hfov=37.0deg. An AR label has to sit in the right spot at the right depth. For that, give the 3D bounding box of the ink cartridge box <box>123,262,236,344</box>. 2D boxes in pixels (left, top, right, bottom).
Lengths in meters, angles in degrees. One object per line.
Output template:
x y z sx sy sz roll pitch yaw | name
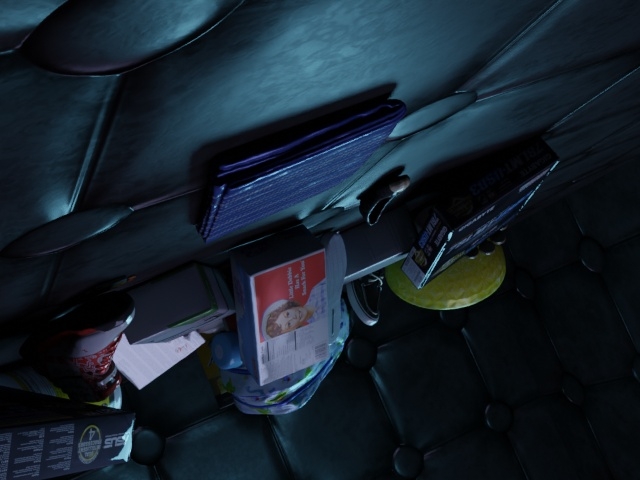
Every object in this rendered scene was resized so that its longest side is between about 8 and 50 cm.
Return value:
-0.252 0.115 1.707 0.160 0.093 0.219 -23 172 5 | ink cartridge box

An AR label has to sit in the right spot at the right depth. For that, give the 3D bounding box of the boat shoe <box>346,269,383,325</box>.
0.103 0.084 2.176 0.077 0.219 0.070 18 140 -43 | boat shoe

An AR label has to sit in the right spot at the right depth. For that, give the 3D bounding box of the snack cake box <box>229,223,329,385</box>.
-0.071 0.119 1.728 0.152 0.089 0.264 -19 129 -22 | snack cake box

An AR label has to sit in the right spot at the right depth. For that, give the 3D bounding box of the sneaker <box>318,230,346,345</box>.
-0.008 0.098 1.986 0.091 0.258 0.094 17 -154 27 | sneaker

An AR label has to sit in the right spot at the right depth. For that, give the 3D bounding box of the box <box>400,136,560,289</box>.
0.320 -0.052 1.963 0.295 0.073 0.293 -33 166 -22 | box

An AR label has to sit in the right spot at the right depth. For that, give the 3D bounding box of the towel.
-0.038 -0.084 1.205 0.243 0.040 0.336 -23 175 -14 | towel

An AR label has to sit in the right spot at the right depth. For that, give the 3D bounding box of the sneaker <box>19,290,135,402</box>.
-0.357 0.179 1.555 0.270 0.145 0.090 -23 -153 34 | sneaker

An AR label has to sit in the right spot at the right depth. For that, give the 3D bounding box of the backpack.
-0.095 0.240 2.188 0.290 0.274 0.355 1 -176 14 | backpack

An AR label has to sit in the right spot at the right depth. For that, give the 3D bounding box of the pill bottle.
-0.586 0.345 1.947 0.188 0.188 0.334 -29 171 36 | pill bottle

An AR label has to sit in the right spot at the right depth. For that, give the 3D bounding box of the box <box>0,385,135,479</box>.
-0.525 0.292 1.475 0.318 0.097 0.395 4 176 22 | box

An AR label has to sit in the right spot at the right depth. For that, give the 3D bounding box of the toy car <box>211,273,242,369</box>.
-0.092 0.113 1.864 0.219 0.210 0.238 -7 152 -38 | toy car

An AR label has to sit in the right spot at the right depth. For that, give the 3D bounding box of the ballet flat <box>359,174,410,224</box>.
0.116 -0.074 1.662 0.057 0.049 0.173 -21 172 -23 | ballet flat

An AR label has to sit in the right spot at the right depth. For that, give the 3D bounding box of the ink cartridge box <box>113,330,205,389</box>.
-0.354 0.210 2.000 0.179 0.145 0.045 -37 -145 -1 | ink cartridge box

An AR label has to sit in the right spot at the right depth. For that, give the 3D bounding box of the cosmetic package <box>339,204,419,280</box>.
0.099 0.019 2.088 0.237 0.107 0.127 -21 172 6 | cosmetic package

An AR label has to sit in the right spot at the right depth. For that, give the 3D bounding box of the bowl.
0.287 0.008 2.235 0.289 0.289 0.156 -21 130 -15 | bowl

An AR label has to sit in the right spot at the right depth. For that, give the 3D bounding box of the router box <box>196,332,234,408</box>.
-0.157 0.257 2.440 0.308 0.243 0.081 -24 173 2 | router box

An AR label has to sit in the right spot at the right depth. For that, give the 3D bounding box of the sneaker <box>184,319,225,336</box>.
-0.311 0.177 2.049 0.262 0.099 0.121 -27 161 -3 | sneaker

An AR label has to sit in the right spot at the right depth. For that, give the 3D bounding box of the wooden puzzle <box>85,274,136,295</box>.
-0.327 0.070 1.493 0.083 0.006 0.049 -21 172 -19 | wooden puzzle

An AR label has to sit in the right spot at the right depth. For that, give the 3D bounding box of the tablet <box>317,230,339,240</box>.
0.000 0.000 2.006 0.083 0.006 0.054 -23 173 -6 | tablet

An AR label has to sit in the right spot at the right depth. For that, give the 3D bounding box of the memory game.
0.327 -0.033 2.144 0.186 0.186 0.012 -21 145 -14 | memory game
